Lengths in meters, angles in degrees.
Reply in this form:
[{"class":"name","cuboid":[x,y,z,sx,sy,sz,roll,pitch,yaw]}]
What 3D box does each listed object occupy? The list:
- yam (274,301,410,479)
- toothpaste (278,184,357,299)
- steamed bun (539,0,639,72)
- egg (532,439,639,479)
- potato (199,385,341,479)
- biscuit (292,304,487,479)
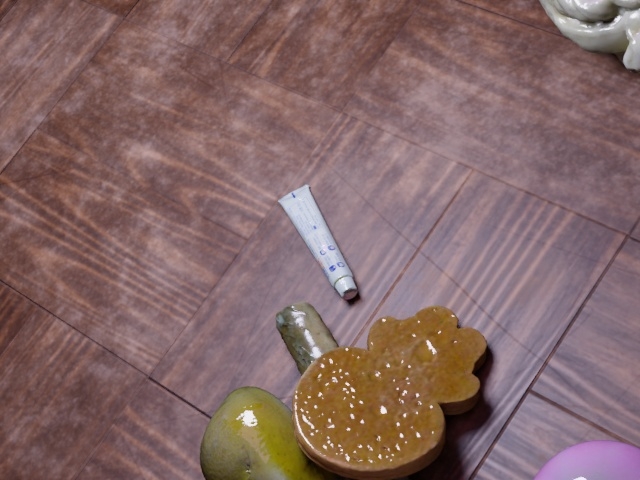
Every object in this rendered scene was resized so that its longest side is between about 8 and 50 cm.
[{"class":"yam","cuboid":[0.028,0.209,1.679,0.317,0.067,0.071,60,135,36]},{"class":"toothpaste","cuboid":[0.000,0.000,1.836,0.052,0.033,0.218,-29,52,0]},{"class":"steamed bun","cuboid":[0.465,-0.358,1.747,0.320,0.206,0.275,30,91,33]},{"class":"egg","cuboid":[0.339,0.347,1.395,0.196,0.196,0.271,-41,68,-4]},{"class":"potato","cuboid":[-0.064,0.284,1.635,0.194,0.157,0.157,31,75,8]},{"class":"biscuit","cuboid":[0.092,0.191,1.624,0.202,0.044,0.289,32,53,24]}]
